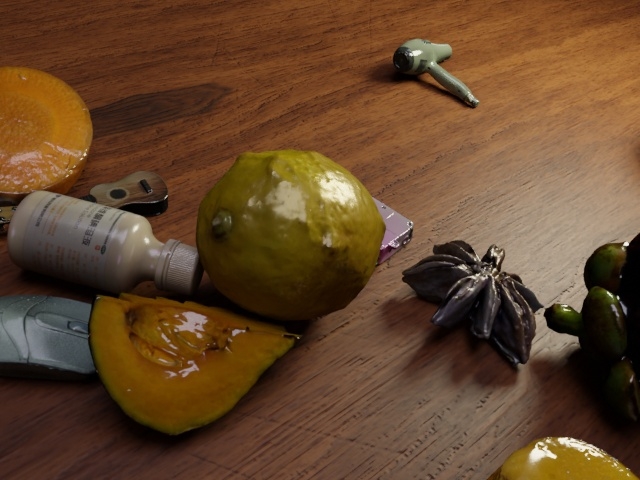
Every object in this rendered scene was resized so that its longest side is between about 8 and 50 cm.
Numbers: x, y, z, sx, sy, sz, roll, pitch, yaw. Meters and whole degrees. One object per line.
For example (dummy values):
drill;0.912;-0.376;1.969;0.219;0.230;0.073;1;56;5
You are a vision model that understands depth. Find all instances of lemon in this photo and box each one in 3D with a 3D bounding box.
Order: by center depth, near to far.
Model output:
lemon;-0.037;-0.006;0.923;0.288;0.233;0.233;6;33;-47

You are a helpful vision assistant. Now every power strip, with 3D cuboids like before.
power strip;0.028;-0.058;1.157;0.279;0.037;0.109;34;44;24

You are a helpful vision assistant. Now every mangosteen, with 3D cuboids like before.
mangosteen;0.503;0.098;0.914;0.311;0.311;0.311;7;40;-6

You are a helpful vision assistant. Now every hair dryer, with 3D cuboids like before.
hair dryer;0.291;-0.413;1.625;0.225;0.088;0.219;30;38;1

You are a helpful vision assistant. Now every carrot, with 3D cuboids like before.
carrot;-0.506;-0.159;1.116;0.258;0.100;0.307;-3;50;-19

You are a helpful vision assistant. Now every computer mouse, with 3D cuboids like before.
computer mouse;-0.351;0.114;0.839;0.229;0.068;0.113;3;42;-10

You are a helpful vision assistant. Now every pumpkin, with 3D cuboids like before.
pumpkin;-0.168;0.150;0.838;0.254;0.149;0.130;13;-6;-24

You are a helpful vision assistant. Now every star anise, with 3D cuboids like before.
star anise;0.232;0.080;1.012;0.229;0.093;0.236;-16;49;-38

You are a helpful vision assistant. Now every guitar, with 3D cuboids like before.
guitar;-0.365;-0.052;1.051;0.271;0.038;0.084;-16;46;-33

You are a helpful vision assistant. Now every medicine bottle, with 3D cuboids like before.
medicine bottle;-0.285;0.013;0.938;0.252;0.114;0.114;15;40;3

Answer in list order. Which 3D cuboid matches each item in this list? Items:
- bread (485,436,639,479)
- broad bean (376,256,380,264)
bread;0.265;0.330;0.678;0.195;0.142;0.269;-14;44;-24
broad bean;-0.006;0.003;1.072;0.195;0.046;0.061;24;44;17
